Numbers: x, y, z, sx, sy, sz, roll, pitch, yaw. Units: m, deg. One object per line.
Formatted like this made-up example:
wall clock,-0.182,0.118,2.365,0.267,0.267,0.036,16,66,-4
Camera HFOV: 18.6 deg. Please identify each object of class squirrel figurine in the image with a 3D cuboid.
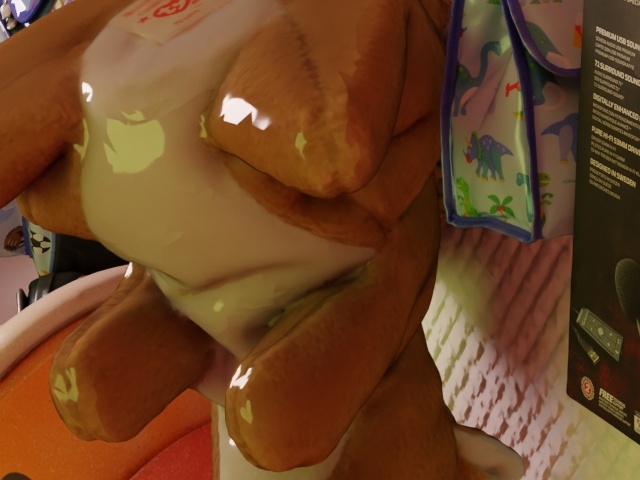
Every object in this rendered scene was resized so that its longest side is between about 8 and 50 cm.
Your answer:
squirrel figurine,0.000,0.000,1.145,0.370,0.281,0.397,65,-151,-31

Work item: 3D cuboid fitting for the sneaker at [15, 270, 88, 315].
sneaker,-0.239,0.088,1.528,0.226,0.086,0.163,42,-134,-57

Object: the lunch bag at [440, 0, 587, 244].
lunch bag,0.131,-0.084,0.957,0.096,0.129,0.151,12,109,59

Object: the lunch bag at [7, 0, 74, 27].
lunch bag,-0.129,-0.232,1.351,0.293,0.138,0.221,52,131,32

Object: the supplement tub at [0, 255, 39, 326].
supplement tub,-0.275,0.173,1.795,0.228,0.228,0.316,60,149,35

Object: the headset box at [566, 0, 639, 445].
headset box,0.211,-0.035,0.829,0.218,0.110,0.293,36,131,56

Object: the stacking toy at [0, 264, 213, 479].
stacking toy,-0.042,0.263,1.348,0.480,0.351,0.350,34,132,33

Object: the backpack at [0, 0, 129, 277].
backpack,-0.227,-0.116,1.625,0.276,0.213,0.263,107,154,-50
